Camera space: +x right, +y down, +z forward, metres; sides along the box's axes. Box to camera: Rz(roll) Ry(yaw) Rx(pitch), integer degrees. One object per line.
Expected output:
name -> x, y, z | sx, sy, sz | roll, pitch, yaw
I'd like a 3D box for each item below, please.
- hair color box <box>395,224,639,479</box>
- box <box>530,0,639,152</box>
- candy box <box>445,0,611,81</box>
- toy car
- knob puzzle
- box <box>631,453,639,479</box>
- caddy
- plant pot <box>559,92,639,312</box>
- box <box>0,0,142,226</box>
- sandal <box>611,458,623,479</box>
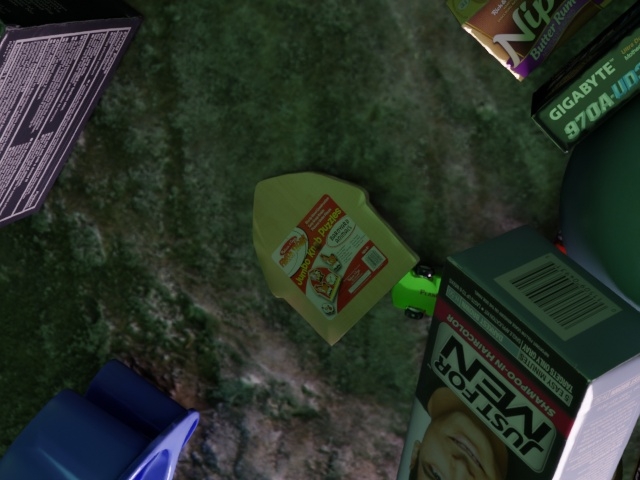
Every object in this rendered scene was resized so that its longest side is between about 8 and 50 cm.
hair color box -> 0.193, 0.192, 1.000 | 0.185, 0.113, 0.375 | 44, 142, 37
box -> 0.301, -0.186, 0.945 | 0.220, 0.175, 0.051 | -42, 93, 20
candy box -> 0.230, -0.259, 0.980 | 0.186, 0.053, 0.109 | -42, 131, 19
toy car -> 0.193, 0.069, 1.107 | 0.224, 0.053, 0.239 | 13, 107, 10
knob puzzle -> 0.000, 0.000, 1.137 | 0.213, 0.030, 0.213 | 13, 116, 27
box -> 0.519, 0.244, 1.065 | 0.321, 0.079, 0.257 | 13, 109, 10
caddy -> -0.278, 0.312, 1.189 | 0.179, 0.241, 0.341 | 39, 111, 7
plant pot -> 0.374, -0.032, 0.903 | 0.292, 0.235, 0.293 | 0, 89, 10
box -> -0.382, -0.157, 1.052 | 0.182, 0.294, 0.296 | 36, 110, 4
sandal -> 0.307, 0.323, 1.149 | 0.049, 0.072, 0.180 | 21, 115, 30
